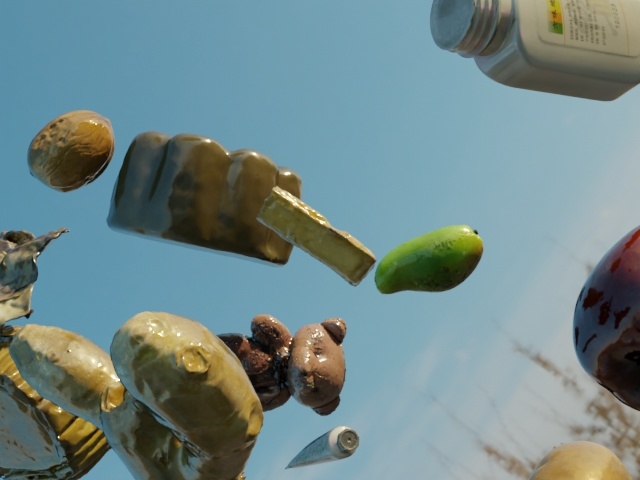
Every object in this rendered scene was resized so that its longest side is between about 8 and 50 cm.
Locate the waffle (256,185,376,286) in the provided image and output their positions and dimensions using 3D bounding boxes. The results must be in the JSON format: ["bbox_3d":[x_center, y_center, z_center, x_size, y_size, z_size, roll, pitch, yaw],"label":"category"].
[{"bbox_3d":[0.000,0.000,1.563,0.057,0.168,0.274,-55,-4,-1],"label":"waffle"}]

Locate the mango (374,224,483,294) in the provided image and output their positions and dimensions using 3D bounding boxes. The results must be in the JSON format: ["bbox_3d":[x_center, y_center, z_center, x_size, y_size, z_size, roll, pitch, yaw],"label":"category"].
[{"bbox_3d":[0.219,0.049,2.206,0.232,0.125,0.111,-26,-12,3],"label":"mango"}]

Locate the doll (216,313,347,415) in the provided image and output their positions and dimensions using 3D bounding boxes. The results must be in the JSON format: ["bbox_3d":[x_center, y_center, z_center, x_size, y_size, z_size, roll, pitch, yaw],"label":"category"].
[{"bbox_3d":[-0.092,0.248,2.142,0.156,0.303,0.201,-164,76,-78],"label":"doll"}]

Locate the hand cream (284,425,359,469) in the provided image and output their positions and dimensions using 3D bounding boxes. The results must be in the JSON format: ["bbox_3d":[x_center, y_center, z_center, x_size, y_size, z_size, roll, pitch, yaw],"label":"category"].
[{"bbox_3d":[0.004,0.287,1.513,0.067,0.042,0.194,-36,-1,-27],"label":"hand cream"}]

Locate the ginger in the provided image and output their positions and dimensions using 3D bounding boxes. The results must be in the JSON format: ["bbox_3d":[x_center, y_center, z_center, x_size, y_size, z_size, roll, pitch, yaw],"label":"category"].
[{"bbox_3d":[-0.133,0.207,1.097,0.363,0.348,0.122,-18,27,48],"label":"ginger"}]

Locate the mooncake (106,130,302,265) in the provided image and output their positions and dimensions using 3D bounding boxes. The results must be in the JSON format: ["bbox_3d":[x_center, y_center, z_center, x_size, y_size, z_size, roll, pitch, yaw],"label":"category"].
[{"bbox_3d":[-0.214,-0.077,2.093,0.378,0.378,0.201,20,-97,-64],"label":"mooncake"}]

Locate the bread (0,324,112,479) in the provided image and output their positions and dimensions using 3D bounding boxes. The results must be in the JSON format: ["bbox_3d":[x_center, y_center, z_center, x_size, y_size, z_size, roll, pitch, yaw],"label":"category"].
[{"bbox_3d":[-0.398,0.220,1.487,0.142,0.253,0.228,-49,-54,-48],"label":"bread"}]

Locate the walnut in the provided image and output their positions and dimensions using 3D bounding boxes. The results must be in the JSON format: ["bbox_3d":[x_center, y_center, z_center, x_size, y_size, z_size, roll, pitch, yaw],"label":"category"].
[{"bbox_3d":[-0.466,-0.169,2.066,0.180,0.144,0.144,-37,-29,-9],"label":"walnut"}]

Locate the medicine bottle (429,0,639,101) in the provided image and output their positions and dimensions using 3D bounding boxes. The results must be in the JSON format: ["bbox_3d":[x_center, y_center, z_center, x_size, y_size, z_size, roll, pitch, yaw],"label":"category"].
[{"bbox_3d":[0.320,-0.305,1.579,0.324,0.179,0.124,4,-21,-29],"label":"medicine bottle"}]

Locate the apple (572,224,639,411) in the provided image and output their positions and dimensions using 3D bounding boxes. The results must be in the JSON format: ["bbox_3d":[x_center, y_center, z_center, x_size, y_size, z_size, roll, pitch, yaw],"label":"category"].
[{"bbox_3d":[0.402,0.089,1.266,0.234,0.234,0.234,-40,-29,-28],"label":"apple"}]

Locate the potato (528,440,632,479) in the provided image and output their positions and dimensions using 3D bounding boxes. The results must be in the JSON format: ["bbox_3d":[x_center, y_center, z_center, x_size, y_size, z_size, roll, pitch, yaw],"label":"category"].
[{"bbox_3d":[0.389,0.384,1.660,0.150,0.146,0.234,-35,-8,25],"label":"potato"}]

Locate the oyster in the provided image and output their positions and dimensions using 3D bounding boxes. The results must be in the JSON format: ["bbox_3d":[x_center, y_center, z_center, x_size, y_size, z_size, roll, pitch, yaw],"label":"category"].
[{"bbox_3d":[-0.460,0.046,1.477,0.107,0.354,0.201,43,-113,-23],"label":"oyster"}]
